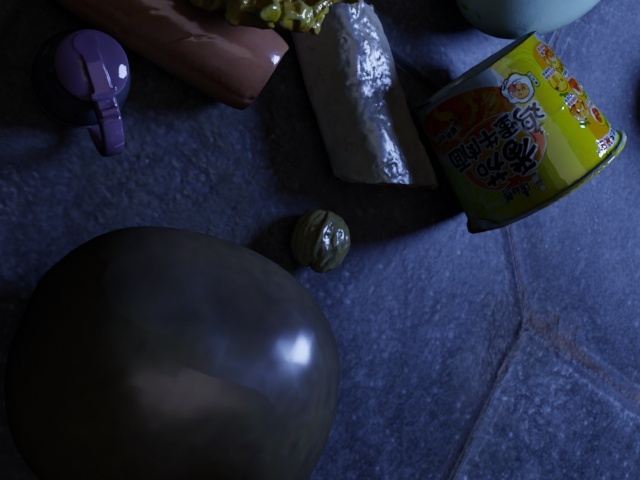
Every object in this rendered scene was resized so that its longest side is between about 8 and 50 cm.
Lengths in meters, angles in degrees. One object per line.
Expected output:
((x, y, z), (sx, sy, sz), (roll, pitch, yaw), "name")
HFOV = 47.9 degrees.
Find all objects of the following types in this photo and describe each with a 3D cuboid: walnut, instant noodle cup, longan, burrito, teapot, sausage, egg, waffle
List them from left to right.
((-0.277, -0.178, 0.839), (0.116, 0.146, 0.148), (10, 88, -25), "teapot")
((-0.192, -0.278, 0.887), (0.304, 0.121, 0.121), (28, 81, -22), "sausage")
((-0.155, 0.154, 0.802), (0.361, 0.361, 0.360), (-1, 93, -25), "longan")
((-0.059, -0.317, 0.865), (0.249, 0.253, 0.056), (9, 130, -17), "waffle")
((0.000, 0.000, 1.013), (0.092, 0.092, 0.092), (-1, 93, -25), "walnut")
((0.063, -0.190, 1.020), (0.143, 0.105, 0.299), (-25, 101, -26), "burrito")
((0.275, -0.165, 1.046), (0.264, 0.264, 0.200), (-36, 98, -19), "instant noodle cup")
((0.325, -0.412, 1.074), (0.283, 0.203, 0.202), (-33, 105, -13), "egg")
